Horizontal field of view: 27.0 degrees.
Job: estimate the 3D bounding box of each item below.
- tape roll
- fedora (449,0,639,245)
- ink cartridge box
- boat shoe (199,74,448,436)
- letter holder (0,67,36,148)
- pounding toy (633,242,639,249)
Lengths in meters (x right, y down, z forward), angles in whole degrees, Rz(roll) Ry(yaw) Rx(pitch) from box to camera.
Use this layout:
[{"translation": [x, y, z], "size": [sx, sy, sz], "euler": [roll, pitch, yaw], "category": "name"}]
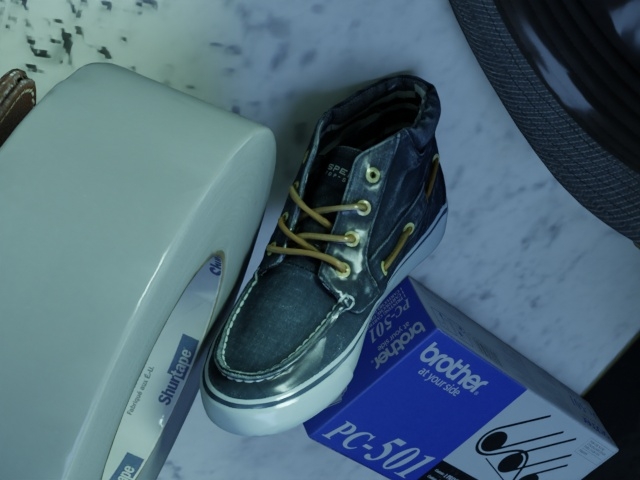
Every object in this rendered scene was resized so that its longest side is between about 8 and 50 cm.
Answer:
[{"translation": [-0.094, 0.043, 0.530], "size": [0.072, 0.219, 0.219], "euler": [22, 127, 5], "category": "tape roll"}, {"translation": [0.168, -0.111, 0.536], "size": [0.124, 0.243, 0.275], "euler": [-49, 129, -18], "category": "fedora"}, {"translation": [0.083, 0.106, 0.790], "size": [0.097, 0.046, 0.207], "euler": [-42, 134, 15], "category": "ink cartridge box"}, {"translation": [0.000, 0.000, 0.594], "size": [0.183, 0.065, 0.083], "euler": [-51, 146, -42], "category": "boat shoe"}, {"translation": [-0.230, 0.073, 0.567], "size": [0.152, 0.214, 0.302], "euler": [17, 129, 3], "category": "letter holder"}, {"translation": [0.255, 0.058, 0.742], "size": [0.094, 0.181, 0.206], "euler": [-24, 163, -2], "category": "pounding toy"}]
